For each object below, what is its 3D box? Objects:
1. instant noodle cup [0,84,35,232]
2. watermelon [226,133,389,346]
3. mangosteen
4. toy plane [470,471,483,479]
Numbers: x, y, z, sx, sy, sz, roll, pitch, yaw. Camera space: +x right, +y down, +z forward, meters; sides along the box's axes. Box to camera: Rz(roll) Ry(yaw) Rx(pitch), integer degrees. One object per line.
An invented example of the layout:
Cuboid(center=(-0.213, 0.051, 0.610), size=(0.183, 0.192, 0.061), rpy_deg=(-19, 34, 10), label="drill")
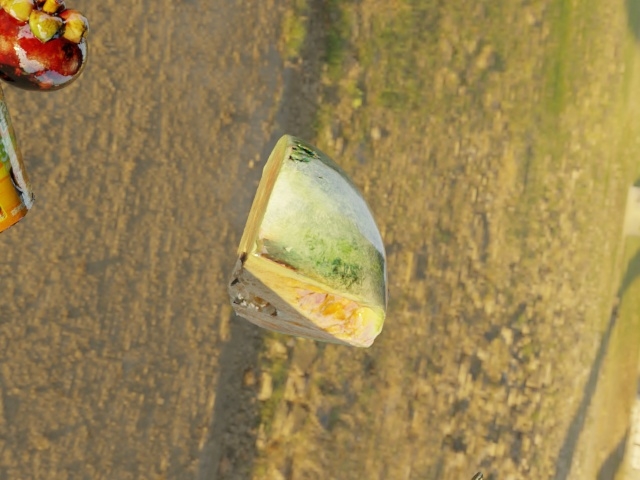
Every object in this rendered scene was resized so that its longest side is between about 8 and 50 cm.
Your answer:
Cuboid(center=(-0.436, -0.093, 1.008), size=(0.230, 0.230, 0.182), rpy_deg=(-53, 133, -53), label="instant noodle cup")
Cuboid(center=(0.006, 0.003, 0.986), size=(0.322, 0.175, 0.188), rpy_deg=(140, -31, -75), label="watermelon")
Cuboid(center=(-0.494, -0.356, 1.589), size=(0.200, 0.200, 0.199), rpy_deg=(8, 90, -70), label="mangosteen")
Cuboid(center=(0.189, 0.331, 1.159), size=(0.083, 0.079, 0.031), rpy_deg=(-56, 176, -24), label="toy plane")
